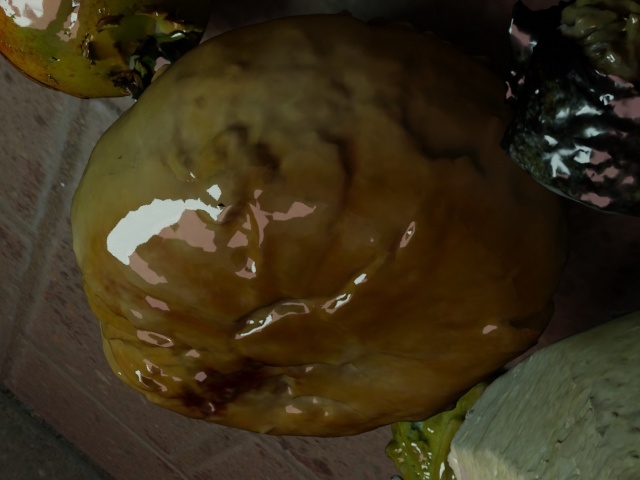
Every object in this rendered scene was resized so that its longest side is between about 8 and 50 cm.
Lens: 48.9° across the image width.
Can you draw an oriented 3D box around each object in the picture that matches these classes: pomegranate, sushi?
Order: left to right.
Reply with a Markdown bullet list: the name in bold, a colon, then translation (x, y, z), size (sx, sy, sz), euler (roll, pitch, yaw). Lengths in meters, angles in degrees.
- **pomegranate**: translation (-0.185, -0.216, 0.601), size (0.235, 0.210, 0.210), euler (49, 146, 17)
- **sushi**: translation (0.198, -0.107, 0.410), size (0.147, 0.213, 0.114), euler (37, 141, 42)

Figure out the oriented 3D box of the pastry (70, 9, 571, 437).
- **pastry**: translation (0.000, 0.000, 0.593), size (0.410, 0.245, 0.409), euler (0, 137, 0)

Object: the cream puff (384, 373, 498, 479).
- **cream puff**: translation (0.172, 0.276, 0.854), size (0.221, 0.194, 0.195), euler (51, 142, -9)

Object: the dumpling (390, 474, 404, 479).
- **dumpling**: translation (0.201, 0.416, 1.017), size (0.166, 0.126, 0.216), euler (38, 143, -26)

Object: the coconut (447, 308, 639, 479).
- **coconut**: translation (0.312, 0.219, 0.482), size (0.405, 0.404, 0.404), euler (23, 140, 21)
